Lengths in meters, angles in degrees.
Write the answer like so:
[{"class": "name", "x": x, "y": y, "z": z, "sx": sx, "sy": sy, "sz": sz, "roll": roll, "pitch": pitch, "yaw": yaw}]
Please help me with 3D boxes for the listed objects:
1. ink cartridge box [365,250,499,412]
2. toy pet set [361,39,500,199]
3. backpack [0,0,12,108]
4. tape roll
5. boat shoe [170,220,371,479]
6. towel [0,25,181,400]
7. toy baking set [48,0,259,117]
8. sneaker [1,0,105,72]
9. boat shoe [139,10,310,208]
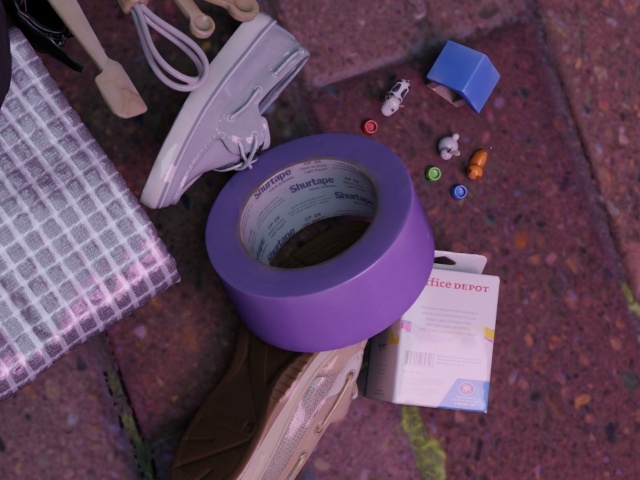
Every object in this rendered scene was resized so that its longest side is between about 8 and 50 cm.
[{"class": "ink cartridge box", "x": 0.103, "y": 0.081, "z": 1.724, "sx": 0.092, "sy": 0.090, "sz": 0.143, "roll": 8, "pitch": 86, "yaw": -15}, {"class": "toy pet set", "x": 0.121, "y": -0.117, "z": 1.750, "sx": 0.122, "sy": 0.065, "sz": 0.114, "roll": 34, "pitch": 80, "yaw": -12}, {"class": "backpack", "x": -0.410, "y": -0.256, "z": 1.487, "sx": 0.355, "sy": 0.290, "sz": 0.273, "roll": 26, "pitch": 70, "yaw": 31}, {"class": "tape roll", "x": 0.000, "y": 0.000, "z": 1.646, "sx": 0.189, "sy": 0.189, "sz": 0.080, "roll": -38, "pitch": 138, "yaw": -13}, {"class": "boat shoe", "x": -0.019, "y": 0.122, "z": 1.694, "sx": 0.302, "sy": 0.109, "sz": 0.098, "roll": -59, "pitch": 138, "yaw": -14}, {"class": "towel", "x": -0.288, "y": -0.021, "z": 1.606, "sx": 0.235, "sy": 0.121, "sz": 0.284, "roll": -35, "pitch": 97, "yaw": -15}, {"class": "toy baking set", "x": -0.158, "y": -0.223, "z": 1.628, "sx": 0.197, "sy": 0.030, "sz": 0.256, "roll": 34, "pitch": 49, "yaw": -2}, {"class": "sneaker", "x": -0.256, "y": -0.218, "z": 1.639, "sx": 0.051, "sy": 0.089, "sz": 0.170, "roll": -38, "pitch": 98, "yaw": -13}, {"class": "boat shoe", "x": -0.078, "y": -0.107, "z": 1.660, "sx": 0.081, "sy": 0.079, "sz": 0.227, "roll": 31, "pitch": 59, "yaw": 0}]
